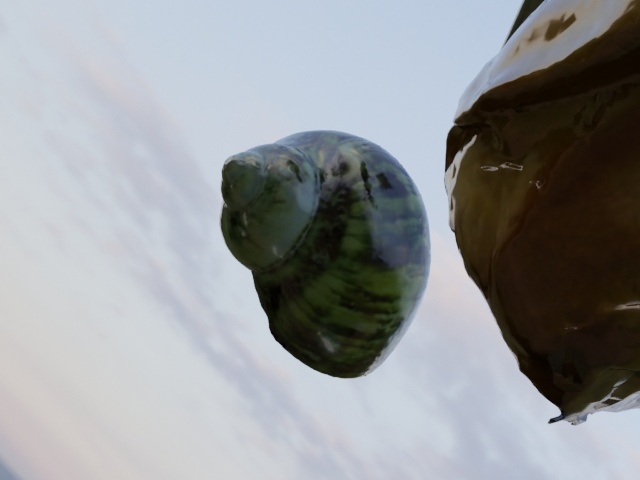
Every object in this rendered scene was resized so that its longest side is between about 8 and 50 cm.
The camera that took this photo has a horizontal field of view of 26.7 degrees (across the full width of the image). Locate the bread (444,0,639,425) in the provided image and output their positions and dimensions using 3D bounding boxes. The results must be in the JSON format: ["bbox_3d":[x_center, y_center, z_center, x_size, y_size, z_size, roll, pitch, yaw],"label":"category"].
[{"bbox_3d":[0.196,-0.074,0.402,0.195,0.344,0.149,8,57,-49],"label":"bread"}]

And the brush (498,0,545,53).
[{"bbox_3d":[0.121,-0.160,0.560,0.039,0.042,0.299,34,-46,12],"label":"brush"}]

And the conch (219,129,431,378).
[{"bbox_3d":[0.000,-0.001,1.055,0.181,0.187,0.124,15,-26,-8],"label":"conch"}]
